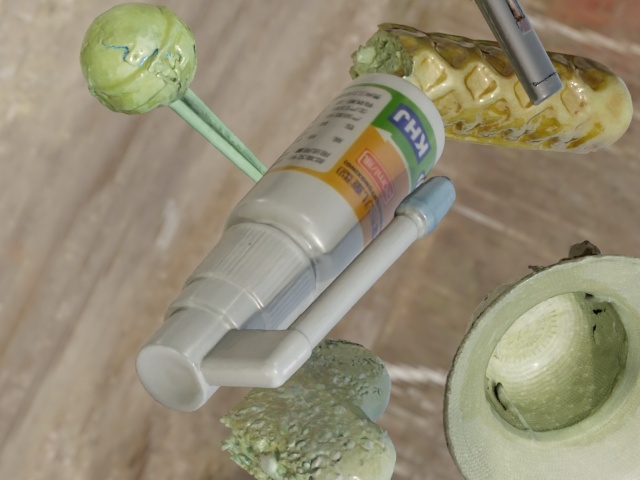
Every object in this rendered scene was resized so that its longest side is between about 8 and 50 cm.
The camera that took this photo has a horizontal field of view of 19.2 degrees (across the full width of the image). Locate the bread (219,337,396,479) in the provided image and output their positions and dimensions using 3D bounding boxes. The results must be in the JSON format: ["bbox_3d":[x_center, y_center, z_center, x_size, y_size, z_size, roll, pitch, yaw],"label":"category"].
[{"bbox_3d":[-0.013,0.176,1.829,0.232,0.172,0.064,-87,169,-50],"label":"bread"}]

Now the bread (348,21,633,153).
[{"bbox_3d":[0.153,-0.125,1.621,0.098,0.269,0.087,-39,-127,49],"label":"bread"}]

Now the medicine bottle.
[{"bbox_3d":[0.000,0.000,0.866,0.221,0.092,0.061,-50,129,-45],"label":"medicine bottle"}]

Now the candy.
[{"bbox_3d":[-0.084,-0.087,1.643,0.335,0.092,0.093,45,56,-39],"label":"candy"}]

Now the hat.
[{"bbox_3d":[0.201,0.103,1.679,0.257,0.257,0.130,-66,-151,14],"label":"hat"}]

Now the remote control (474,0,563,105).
[{"bbox_3d":[0.108,-0.120,1.055,0.016,0.091,0.034,-24,-173,45],"label":"remote control"}]
